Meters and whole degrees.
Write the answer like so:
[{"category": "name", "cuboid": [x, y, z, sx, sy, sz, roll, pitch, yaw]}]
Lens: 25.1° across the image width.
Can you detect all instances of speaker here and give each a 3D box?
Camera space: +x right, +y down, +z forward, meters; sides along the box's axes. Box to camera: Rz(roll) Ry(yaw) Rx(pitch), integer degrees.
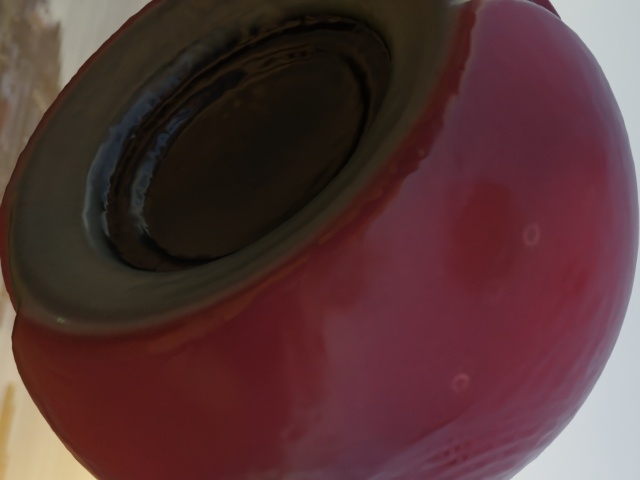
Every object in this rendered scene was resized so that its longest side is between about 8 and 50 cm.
[{"category": "speaker", "cuboid": [0.000, 0.000, 0.647, 0.294, 0.294, 0.294, -168, -90, -87]}]
